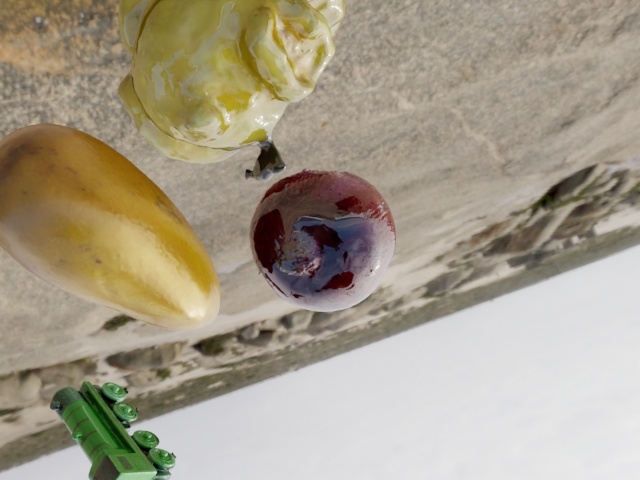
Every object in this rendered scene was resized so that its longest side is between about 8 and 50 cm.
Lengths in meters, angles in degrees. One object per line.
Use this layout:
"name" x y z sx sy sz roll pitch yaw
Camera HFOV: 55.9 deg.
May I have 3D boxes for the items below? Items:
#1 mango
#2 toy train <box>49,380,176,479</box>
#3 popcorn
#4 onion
"mango" -0.171 -0.002 0.494 0.112 0.219 0.145 -45 -160 4
"toy train" -0.318 0.298 0.906 0.119 0.251 0.085 22 97 -51
"popcorn" -0.115 -0.235 0.705 0.297 0.316 0.281 -44 123 8
"onion" 0.000 0.000 0.525 0.131 0.131 0.131 -19 172 -3
